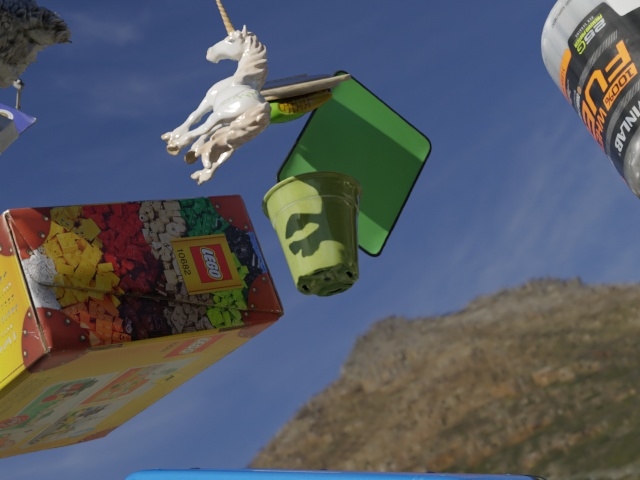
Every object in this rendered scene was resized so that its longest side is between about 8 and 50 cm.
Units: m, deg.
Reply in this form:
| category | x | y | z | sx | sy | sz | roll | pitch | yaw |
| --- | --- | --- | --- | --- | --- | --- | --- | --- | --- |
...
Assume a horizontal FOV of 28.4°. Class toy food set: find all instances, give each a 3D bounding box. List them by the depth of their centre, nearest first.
| category | x | y | z | sx | sy | sz | roll | pitch | yaw |
| --- | --- | --- | --- | --- | --- | --- | --- | --- | --- |
| toy food set | -0.043 | -0.145 | 1.320 | 0.132 | 0.039 | 0.192 | -13 | 11 | -12 |

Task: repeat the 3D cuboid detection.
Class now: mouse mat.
| category | x | y | z | sx | sy | sz | roll | pitch | yaw |
| --- | --- | --- | --- | --- | --- | --- | --- | --- | --- |
| mouse mat | 0.042 | -0.090 | 1.443 | 0.152 | 0.190 | 0.007 | 37 | -33 | -14 |

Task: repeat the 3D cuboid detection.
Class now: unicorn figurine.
| category | x | y | z | sx | sy | sz | roll | pitch | yaw |
| --- | --- | --- | --- | --- | --- | --- | --- | --- | --- |
| unicorn figurine | -0.074 | -0.106 | 0.980 | 0.111 | 0.162 | 0.060 | -44 | -50 | 3 |

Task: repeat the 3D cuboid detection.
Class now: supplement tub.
| category | x | y | z | sx | sy | sz | roll | pitch | yaw |
| --- | --- | --- | --- | --- | --- | --- | --- | --- | --- |
| supplement tub | 0.427 | -0.178 | 1.551 | 0.207 | 0.338 | 0.207 | -12 | -44 | -12 |

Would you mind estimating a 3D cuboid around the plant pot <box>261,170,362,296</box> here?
| category | x | y | z | sx | sy | sz | roll | pitch | yaw |
| --- | --- | --- | --- | --- | --- | --- | --- | --- | --- |
| plant pot | 0.000 | 0.000 | 1.009 | 0.083 | 0.079 | 0.083 | -9 | -29 | -5 |

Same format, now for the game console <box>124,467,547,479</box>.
| category | x | y | z | sx | sy | sz | roll | pitch | yaw |
| --- | --- | --- | --- | --- | --- | --- | --- | --- | --- |
| game console | 0.027 | 0.264 | 0.974 | 0.293 | 0.173 | 0.250 | -5 | -11 | 29 |

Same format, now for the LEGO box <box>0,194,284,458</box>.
| category | x | y | z | sx | sy | sz | roll | pitch | yaw |
| --- | --- | --- | --- | --- | --- | --- | --- | --- | --- |
| LEGO box | -0.356 | 0.138 | 1.758 | 0.372 | 0.193 | 0.500 | -6 | -22 | -44 |

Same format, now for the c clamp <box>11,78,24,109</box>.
| category | x | y | z | sx | sy | sz | roll | pitch | yaw |
| --- | --- | --- | --- | --- | --- | --- | --- | --- | --- |
| c clamp | -0.473 | -0.260 | 1.738 | 0.022 | 0.160 | 0.137 | -58 | 3 | -37 |

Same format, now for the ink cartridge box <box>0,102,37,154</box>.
| category | x | y | z | sx | sy | sz | roll | pitch | yaw |
| --- | --- | --- | --- | --- | --- | --- | --- | --- | --- |
| ink cartridge box | -0.503 | -0.151 | 1.575 | 0.223 | 0.224 | 0.045 | 23 | -48 | 8 |

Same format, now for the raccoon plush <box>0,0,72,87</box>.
| category | x | y | z | sx | sy | sz | roll | pitch | yaw |
| --- | --- | --- | --- | --- | --- | --- | --- | --- | --- |
| raccoon plush | -0.429 | -0.334 | 1.448 | 0.299 | 0.447 | 0.216 | -26 | -28 | 38 |
